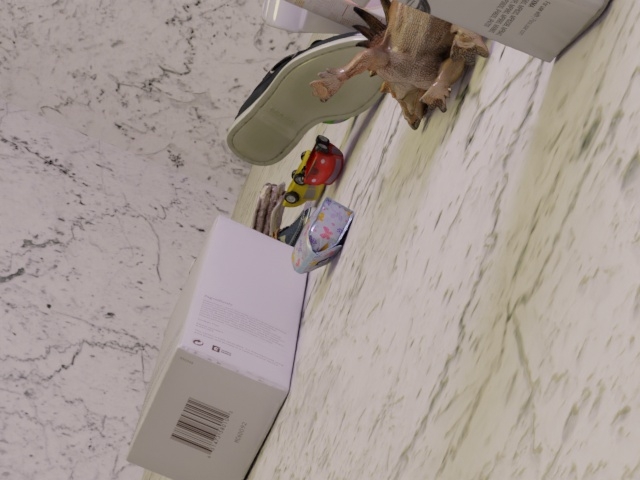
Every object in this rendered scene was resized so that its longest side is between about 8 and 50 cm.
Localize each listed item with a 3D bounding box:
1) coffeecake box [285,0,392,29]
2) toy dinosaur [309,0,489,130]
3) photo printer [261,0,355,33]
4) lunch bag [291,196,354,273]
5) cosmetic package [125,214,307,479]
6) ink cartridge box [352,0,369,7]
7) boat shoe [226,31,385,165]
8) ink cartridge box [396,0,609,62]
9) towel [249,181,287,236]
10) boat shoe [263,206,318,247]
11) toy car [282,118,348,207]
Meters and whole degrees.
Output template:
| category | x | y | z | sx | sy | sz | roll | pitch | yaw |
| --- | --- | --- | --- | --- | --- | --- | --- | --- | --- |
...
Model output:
| category | x | y | z | sx | sy | sz | roll | pitch | yaw |
| --- | --- | --- | --- | --- | --- | --- | --- | --- | --- |
| coffeecake box | 0.054 | -0.370 | 2.034 | 0.068 | 0.185 | 0.142 | 127 | 163 | -68 |
| toy dinosaur | 0.106 | -0.226 | 1.450 | 0.295 | 0.127 | 0.200 | -56 | 5 | 37 |
| photo printer | 0.018 | -0.522 | 2.619 | 0.256 | 0.107 | 0.307 | -11 | -63 | -61 |
| lunch bag | 0.000 | 0.000 | 1.833 | 0.083 | 0.053 | 0.071 | -60 | 4 | -31 |
| cosmetic package | -0.129 | 0.144 | 1.946 | 0.365 | 0.155 | 0.197 | -79 | 13 | -62 |
| ink cartridge box | 0.090 | -0.428 | 1.562 | 0.306 | 0.131 | 0.226 | -61 | 6 | -13 |
| boat shoe | -0.006 | -0.224 | 2.088 | 0.340 | 0.127 | 0.113 | -39 | 25 | 48 |
| ink cartridge box | 0.089 | -0.274 | 1.049 | 0.114 | 0.273 | 0.197 | 122 | 169 | -75 |
| towel | -0.102 | 0.042 | 2.396 | 0.187 | 0.049 | 0.282 | -71 | -6 | -85 |
| boat shoe | -0.065 | 0.010 | 2.183 | 0.065 | 0.083 | 0.183 | -75 | 10 | -49 |
| toy car | 0.017 | -0.161 | 2.231 | 0.239 | 0.053 | 0.225 | 140 | 152 | -75 |
